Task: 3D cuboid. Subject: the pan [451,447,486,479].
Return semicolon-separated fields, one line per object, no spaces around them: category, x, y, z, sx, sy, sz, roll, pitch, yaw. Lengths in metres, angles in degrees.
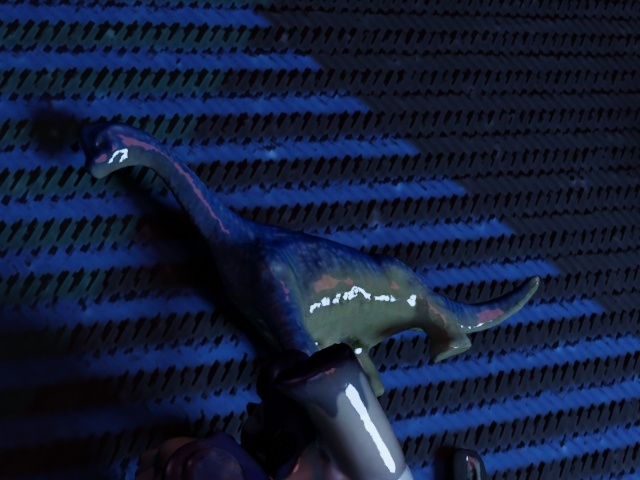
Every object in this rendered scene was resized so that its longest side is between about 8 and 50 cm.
pan;0.085;0.222;0.970;0.136;0.028;0.235;20;57;-30

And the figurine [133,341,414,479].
figurine;-0.051;0.160;0.828;0.222;0.145;0.145;-40;95;-20

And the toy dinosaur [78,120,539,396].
toy dinosaur;0.000;0.000;0.992;0.248;0.075;0.188;-14;74;-35
